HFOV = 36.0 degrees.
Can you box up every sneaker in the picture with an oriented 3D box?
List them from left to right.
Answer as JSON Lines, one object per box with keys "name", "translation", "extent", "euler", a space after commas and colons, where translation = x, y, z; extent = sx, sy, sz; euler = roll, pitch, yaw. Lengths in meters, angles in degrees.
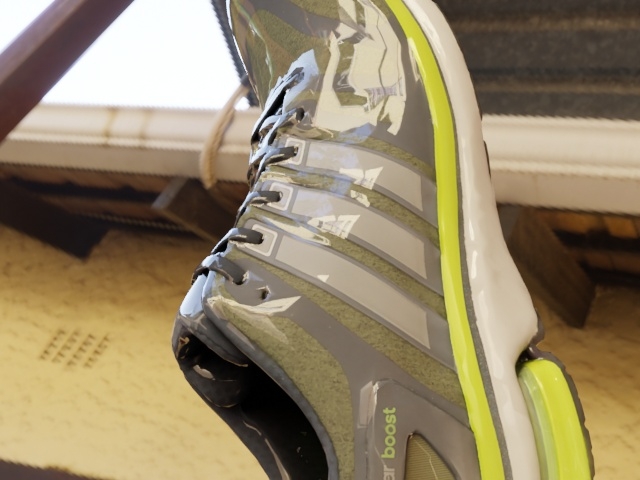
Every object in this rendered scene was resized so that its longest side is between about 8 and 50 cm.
{"name": "sneaker", "translation": [0.000, 0.000, 0.376], "extent": [0.121, 0.300, 0.111], "euler": [-6, -30, -21]}
